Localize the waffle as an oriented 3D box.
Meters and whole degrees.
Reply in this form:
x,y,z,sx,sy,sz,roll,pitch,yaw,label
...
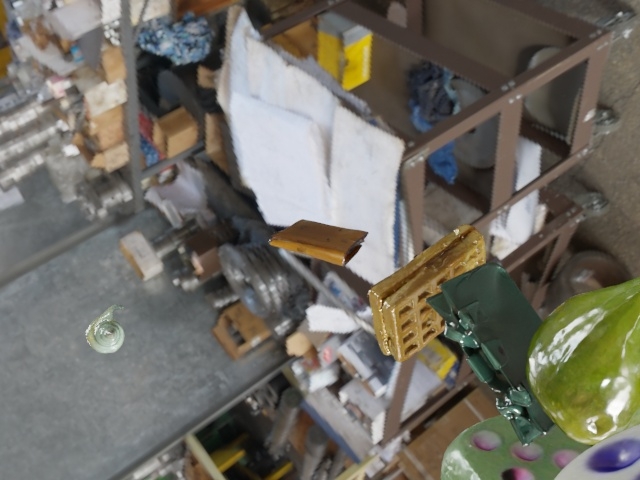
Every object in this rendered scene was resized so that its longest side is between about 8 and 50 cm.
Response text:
x,y,z,sx,sy,sz,roll,pitch,yaw,label
0.267,0.123,1.972,0.098,0.327,0.224,38,151,39,waffle

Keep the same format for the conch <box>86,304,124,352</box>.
x,y,z,sx,sy,sz,roll,pitch,yaw,label
-0.390,0.159,1.493,0.180,0.065,0.088,171,103,-65,conch

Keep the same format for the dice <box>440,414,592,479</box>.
x,y,z,sx,sy,sz,roll,pitch,yaw,label
0.495,0.629,1.992,0.318,0.330,0.322,-130,33,-58,dice

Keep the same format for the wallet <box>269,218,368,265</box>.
x,y,z,sx,sy,sz,roll,pitch,yaw,label
0.000,0.003,1.678,0.161,0.195,0.042,11,105,13,wallet

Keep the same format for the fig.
x,y,z,sx,sy,sz,roll,pitch,yaw,label
0.496,0.184,1.372,0.233,0.314,0.233,47,-165,-17,fig

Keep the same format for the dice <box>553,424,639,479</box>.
x,y,z,sx,sy,sz,roll,pitch,yaw,label
0.428,0.380,0.926,0.304,0.304,0.277,-18,99,33,dice

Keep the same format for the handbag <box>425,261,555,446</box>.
x,y,z,sx,sy,sz,roll,pitch,yaw,label
0.359,0.204,1.571,0.089,0.238,0.326,-42,75,35,handbag
